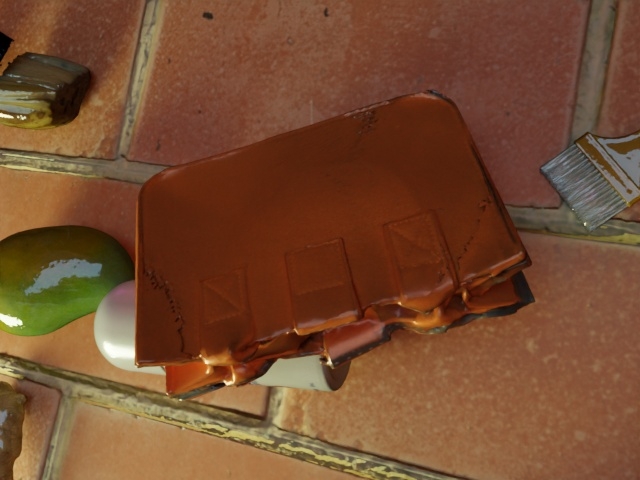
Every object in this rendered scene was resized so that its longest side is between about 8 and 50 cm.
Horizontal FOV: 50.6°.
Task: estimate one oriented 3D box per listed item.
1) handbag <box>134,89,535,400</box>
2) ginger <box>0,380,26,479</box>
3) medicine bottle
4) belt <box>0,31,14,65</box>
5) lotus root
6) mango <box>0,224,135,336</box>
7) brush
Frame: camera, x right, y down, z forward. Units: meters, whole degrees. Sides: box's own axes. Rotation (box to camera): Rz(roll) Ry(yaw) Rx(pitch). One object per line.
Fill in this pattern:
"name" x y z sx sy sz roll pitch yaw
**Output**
"handbag" 0.000 0.000 0.773 0.410 0.116 0.303 -16 49 5
"ginger" -0.479 0.352 0.990 0.089 0.075 0.288 1 75 -3
"medicine bottle" -0.135 0.116 0.877 0.341 0.130 0.130 2 81 19
"belt" -0.565 -0.281 1.085 0.198 0.078 0.151 -1 62 53
"lotus root" -0.444 -0.226 1.073 0.135 0.095 0.159 11 45 11
"mango" -0.390 0.052 0.986 0.251 0.114 0.156 -16 69 17
"brush" 0.400 -0.128 0.793 0.272 0.013 0.103 -36 71 10
